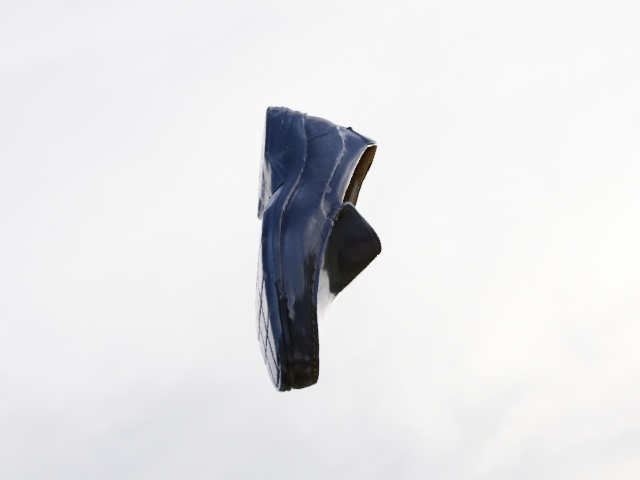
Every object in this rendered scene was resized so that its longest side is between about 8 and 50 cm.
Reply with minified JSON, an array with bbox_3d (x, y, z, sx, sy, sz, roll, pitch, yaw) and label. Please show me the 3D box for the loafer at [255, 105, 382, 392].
[{"bbox_3d":[0.000,0.000,0.742,0.061,0.170,0.062,4,-39,-4],"label":"loafer"}]
